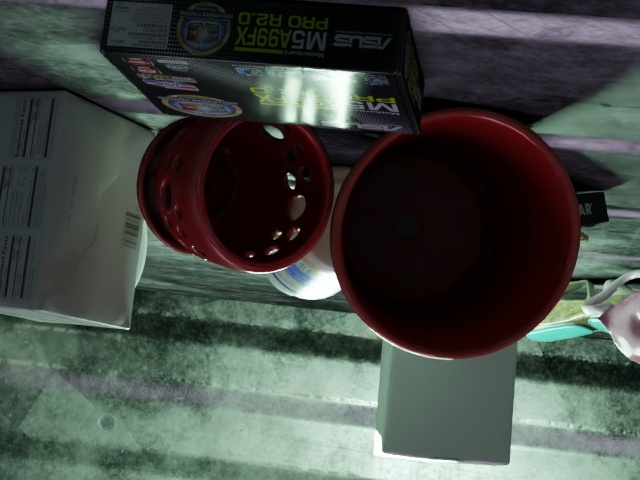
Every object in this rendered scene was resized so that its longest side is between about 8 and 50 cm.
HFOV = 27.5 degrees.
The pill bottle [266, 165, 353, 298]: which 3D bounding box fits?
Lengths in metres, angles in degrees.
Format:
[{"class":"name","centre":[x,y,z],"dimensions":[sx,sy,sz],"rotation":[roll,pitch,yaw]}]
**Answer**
[{"class":"pill bottle","centre":[0.000,0.000,1.873],"dimensions":[0.152,0.152,0.272],"rotation":[9,165,-13]}]

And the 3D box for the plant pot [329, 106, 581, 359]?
[{"class":"plant pot","centre":[0.127,-0.012,1.500],"dimensions":[0.275,0.275,0.243],"rotation":[8,-179,-9]}]

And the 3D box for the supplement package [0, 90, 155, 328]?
[{"class":"supplement package","centre":[-0.333,-0.033,1.629],"dimensions":[0.145,0.262,0.204],"rotation":[3,171,26]}]

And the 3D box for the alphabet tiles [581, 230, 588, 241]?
[{"class":"alphabet tiles","centre":[0.259,-0.016,1.991],"dimensions":[0.278,0.021,0.284],"rotation":[5,177,19]}]

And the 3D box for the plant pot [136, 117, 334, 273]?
[{"class":"plant pot","centre":[-0.105,-0.063,1.531],"dimensions":[0.191,0.191,0.174],"rotation":[13,178,-34]}]

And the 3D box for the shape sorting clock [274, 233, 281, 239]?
[{"class":"shape sorting clock","centre":[-0.128,-0.061,1.737],"dimensions":[0.206,0.040,0.206],"rotation":[37,169,9]}]

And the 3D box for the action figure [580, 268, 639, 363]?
[{"class":"action figure","centre":[0.617,0.089,2.187],"dimensions":[0.276,0.248,0.370],"rotation":[48,171,21]}]

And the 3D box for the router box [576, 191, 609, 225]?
[{"class":"router box","centre":[0.273,-0.028,1.721],"dimensions":[0.179,0.046,0.133],"rotation":[-8,178,-44]}]

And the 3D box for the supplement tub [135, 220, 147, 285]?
[{"class":"supplement tub","centre":[-0.459,-0.002,2.037],"dimensions":[0.324,0.235,0.235],"rotation":[3,171,27]}]

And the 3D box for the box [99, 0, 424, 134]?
[{"class":"box","centre":[-0.044,-0.162,1.226],"dimensions":[0.270,0.060,0.216],"rotation":[6,171,9]}]

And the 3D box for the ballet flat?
[{"class":"ballet flat","centre":[0.537,0.130,2.537],"dimensions":[0.123,0.123,0.348],"rotation":[14,166,-40]}]

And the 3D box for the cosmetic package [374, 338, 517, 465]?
[{"class":"cosmetic package","centre":[0.213,0.178,2.187],"dimensions":[0.217,0.385,0.156],"rotation":[8,172,-3]}]
